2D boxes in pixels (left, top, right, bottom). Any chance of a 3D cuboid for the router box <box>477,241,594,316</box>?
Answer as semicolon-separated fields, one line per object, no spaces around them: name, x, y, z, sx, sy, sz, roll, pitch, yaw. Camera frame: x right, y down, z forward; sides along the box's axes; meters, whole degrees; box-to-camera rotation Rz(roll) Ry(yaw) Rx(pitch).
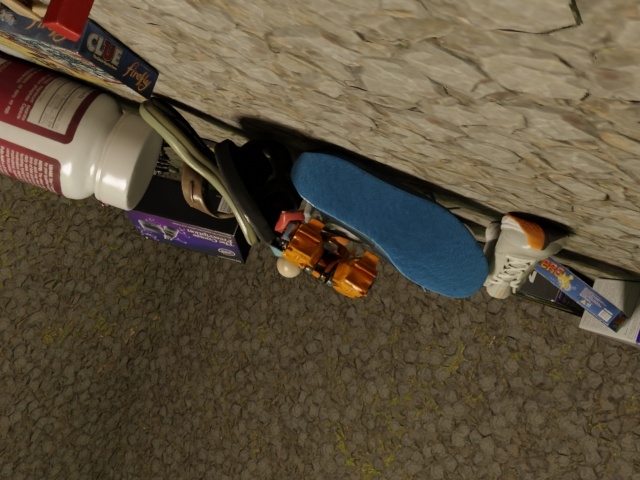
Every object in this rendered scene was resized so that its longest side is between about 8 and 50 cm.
router box;0.456;0.083;1.477;0.309;0.081;0.243;19;178;44

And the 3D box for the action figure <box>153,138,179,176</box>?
action figure;-0.374;-0.186;1.549;0.141;0.164;0.275;26;172;-9

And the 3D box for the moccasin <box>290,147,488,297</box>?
moccasin;0.115;-0.045;0.988;0.342;0.138;0.117;38;-168;-11

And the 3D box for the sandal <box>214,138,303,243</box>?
sandal;-0.086;-0.112;1.088;0.167;0.107;0.446;60;-174;-10

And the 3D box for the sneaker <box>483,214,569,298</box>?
sneaker;0.301;0.034;0.990;0.099;0.121;0.262;19;178;8

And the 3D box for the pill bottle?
pill bottle;-0.529;-0.214;1.263;0.392;0.224;0.224;21;179;-4

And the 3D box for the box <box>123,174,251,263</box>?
box;-0.293;-0.049;1.473;0.261;0.103;0.184;14;162;7

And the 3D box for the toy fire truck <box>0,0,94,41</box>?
toy fire truck;-0.309;-0.241;0.613;0.135;0.047;0.192;20;180;-41

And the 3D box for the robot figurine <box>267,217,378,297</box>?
robot figurine;0.010;0.029;1.116;0.211;0.085;0.291;32;178;-5

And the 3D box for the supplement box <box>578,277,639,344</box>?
supplement box;0.594;0.143;1.189;0.111;0.114;0.220;20;177;-4

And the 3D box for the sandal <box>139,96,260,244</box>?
sandal;-0.207;-0.109;1.100;0.303;0.086;0.120;49;-173;-7

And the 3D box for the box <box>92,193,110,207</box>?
box;-0.587;-0.220;1.665;0.233;0.159;0.044;41;179;4

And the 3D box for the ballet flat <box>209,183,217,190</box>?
ballet flat;-0.226;-0.111;1.581;0.077;0.091;0.241;0;-168;-29

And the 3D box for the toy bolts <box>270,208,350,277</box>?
toy bolts;0.000;0.000;1.456;0.228;0.158;0.218;-10;-166;-28

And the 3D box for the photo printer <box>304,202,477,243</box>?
photo printer;0.139;-0.027;1.250;0.307;0.107;0.256;20;178;-12

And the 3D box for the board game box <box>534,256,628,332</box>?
board game box;0.436;0.077;1.122;0.201;0.035;0.136;43;-169;30

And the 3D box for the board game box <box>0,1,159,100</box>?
board game box;-0.350;-0.254;0.810;0.243;0.042;0.165;20;179;14

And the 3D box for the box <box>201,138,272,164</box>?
box;-0.166;-0.162;1.466;0.231;0.056;0.183;20;180;28
